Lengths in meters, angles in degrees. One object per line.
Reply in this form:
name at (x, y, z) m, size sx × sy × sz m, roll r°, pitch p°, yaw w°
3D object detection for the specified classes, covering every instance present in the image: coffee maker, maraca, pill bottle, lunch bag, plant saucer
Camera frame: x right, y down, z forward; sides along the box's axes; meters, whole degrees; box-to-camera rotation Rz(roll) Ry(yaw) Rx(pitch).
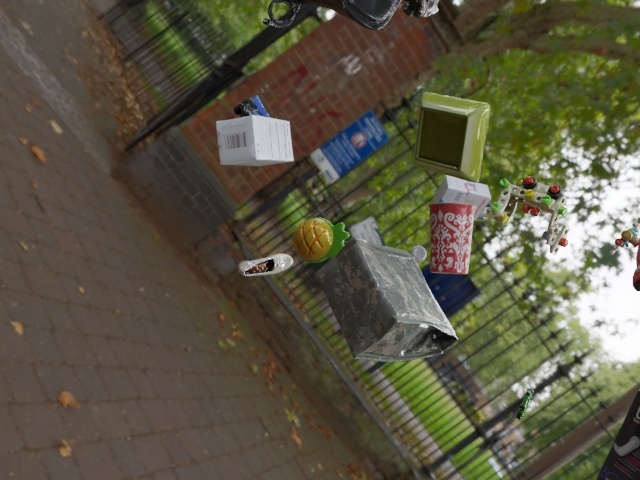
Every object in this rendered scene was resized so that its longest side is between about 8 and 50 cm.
coffee maker at (0.022, -0.355, 0.890) m, size 0.178 × 0.120 × 0.171 m, roll 42°, pitch -52°, yaw 41°
maraca at (0.000, 0.000, 1.766) m, size 0.186 × 0.127 × 0.099 m, roll 5°, pitch -4°, yaw 39°
pill bottle at (0.256, 0.045, 1.743) m, size 0.043 × 0.043 × 0.083 m, roll 55°, pitch -15°, yaw 11°
lunch bag at (0.162, 0.142, 1.445) m, size 0.287 × 0.169 × 0.235 m, roll 14°, pitch 40°, yaw -45°
plant saucer at (0.296, -0.243, 1.529) m, size 0.188 × 0.045 × 0.188 m, roll 22°, pitch -62°, yaw 38°

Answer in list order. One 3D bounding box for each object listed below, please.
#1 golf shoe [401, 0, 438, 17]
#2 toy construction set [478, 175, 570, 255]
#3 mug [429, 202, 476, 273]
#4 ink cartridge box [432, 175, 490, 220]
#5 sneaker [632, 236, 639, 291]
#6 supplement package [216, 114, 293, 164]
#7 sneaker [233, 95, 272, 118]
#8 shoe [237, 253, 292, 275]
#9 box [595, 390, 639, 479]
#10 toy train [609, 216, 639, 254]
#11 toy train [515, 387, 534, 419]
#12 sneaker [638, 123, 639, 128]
golf shoe at (0.311, -0.788, 1.870) m, size 0.105 × 0.120 × 0.272 m, roll 32°, pitch -56°, yaw 38°
toy construction set at (0.703, -0.097, 2.177) m, size 0.328 × 0.215 × 0.151 m, roll 34°, pitch -10°, yaw 31°
mug at (0.337, -0.001, 1.596) m, size 0.113 × 0.150 × 0.169 m, roll -5°, pitch -100°, yaw 64°
ink cartridge box at (0.367, -0.110, 1.681) m, size 0.052 × 0.123 × 0.088 m, roll -88°, pitch -164°, yaw -44°
sneaker at (0.724, 0.049, 1.261) m, size 0.314 × 0.136 × 0.116 m, roll 17°, pitch -20°, yaw -35°
supplement package at (-0.155, -0.237, 1.554) m, size 0.179 × 0.105 × 0.105 m, roll -11°, pitch 95°, yaw -65°
sneaker at (-0.193, -0.354, 1.997) m, size 0.232 × 0.090 × 0.081 m, roll 59°, pitch -8°, yaw 37°
shoe at (-0.201, 0.099, 2.424) m, size 0.058 × 0.219 × 0.076 m, roll -152°, pitch -125°, yaw -63°
box at (0.685, 0.469, 1.299) m, size 0.143 × 0.270 × 0.165 m, roll 24°, pitch 1°, yaw -4°
toy train at (0.788, -0.021, 1.579) m, size 0.046 × 0.166 × 0.125 m, roll 47°, pitch -5°, yaw 29°
toy train at (0.477, 0.382, 1.508) m, size 0.017 × 0.083 × 0.024 m, roll 26°, pitch 22°, yaw 32°
sneaker at (0.781, -0.290, 1.464) m, size 0.279 × 0.118 × 0.107 m, roll 40°, pitch 33°, yaw -40°
